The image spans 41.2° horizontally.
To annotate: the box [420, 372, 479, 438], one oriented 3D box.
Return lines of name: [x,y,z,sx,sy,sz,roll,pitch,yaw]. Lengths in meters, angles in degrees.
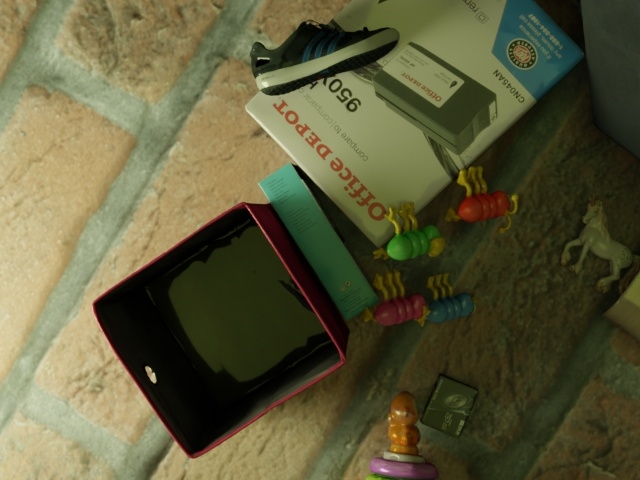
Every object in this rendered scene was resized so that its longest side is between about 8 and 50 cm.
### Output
box: [0.202,0.260,1.335,0.067,0.018,0.083,23,93,2]

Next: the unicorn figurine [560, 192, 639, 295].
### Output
unicorn figurine: [0.424,0.009,1.296,0.162,0.060,0.111,34,97,-18]

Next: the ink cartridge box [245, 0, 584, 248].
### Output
ink cartridge box: [0.130,-0.220,1.243,0.395,0.166,0.285,-44,89,5]

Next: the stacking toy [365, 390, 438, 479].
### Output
stacking toy: [0.121,0.382,1.296,0.166,0.175,0.302,6,79,8]

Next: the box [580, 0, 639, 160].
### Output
box: [0.584,-0.353,1.003,0.472,0.297,0.480,-30,134,-7]

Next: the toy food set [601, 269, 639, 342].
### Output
toy food set: [0.597,0.049,1.258,0.220,0.092,0.306,35,92,8]

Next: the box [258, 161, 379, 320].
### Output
box: [0.000,0.000,1.293,0.060,0.100,0.244,-33,90,5]

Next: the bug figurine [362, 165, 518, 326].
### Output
bug figurine: [0.168,0.037,1.208,0.216,0.072,0.279,-14,133,-29]

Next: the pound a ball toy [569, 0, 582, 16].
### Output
pound a ball toy: [0.347,-0.398,1.139,0.319,0.208,0.135,22,96,-28]

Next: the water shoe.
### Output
water shoe: [0.002,-0.261,1.132,0.203,0.073,0.080,-18,86,5]

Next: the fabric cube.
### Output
fabric cube: [-0.128,0.113,1.228,0.259,0.258,0.254,-33,91,4]
